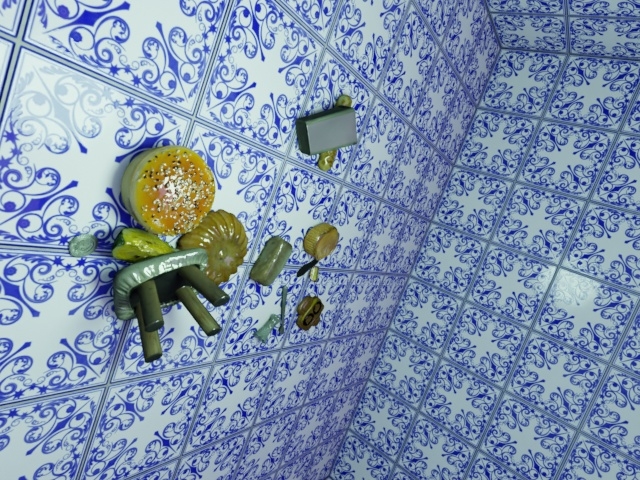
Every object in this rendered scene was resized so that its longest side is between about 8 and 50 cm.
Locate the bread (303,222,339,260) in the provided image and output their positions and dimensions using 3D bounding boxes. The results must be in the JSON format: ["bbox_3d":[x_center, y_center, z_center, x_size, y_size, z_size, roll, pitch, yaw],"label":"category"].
[{"bbox_3d":[0.000,-0.001,2.118,0.199,0.104,0.199,-34,139,-35],"label":"bread"}]

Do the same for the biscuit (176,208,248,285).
[{"bbox_3d":[-0.405,0.041,1.576,0.326,0.107,0.325,-28,129,-43],"label":"biscuit"}]

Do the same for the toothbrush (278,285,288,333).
[{"bbox_3d":[-0.198,0.367,2.143,0.030,0.031,0.296,-8,117,-32],"label":"toothbrush"}]

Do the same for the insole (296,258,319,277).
[{"bbox_3d":[-0.068,0.144,2.203,0.189,0.004,0.064,-33,136,-40],"label":"insole"}]

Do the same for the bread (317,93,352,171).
[{"bbox_3d":[0.067,-0.504,1.908,0.077,0.084,0.366,16,102,-16],"label":"bread"}]

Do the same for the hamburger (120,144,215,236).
[{"bbox_3d":[-0.469,-0.154,1.285,0.300,0.176,0.299,-31,133,-40],"label":"hamburger"}]

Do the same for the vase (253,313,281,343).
[{"bbox_3d":[-0.264,0.442,2.056,0.148,0.081,0.081,-49,144,-29],"label":"vase"}]

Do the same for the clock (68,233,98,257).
[{"bbox_3d":[-0.705,0.015,1.209,0.083,0.010,0.074,-26,130,-46],"label":"clock"}]

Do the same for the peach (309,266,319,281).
[{"bbox_3d":[-0.035,0.183,2.231,0.077,0.050,0.083,-69,170,-45],"label":"peach"}]

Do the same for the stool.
[{"bbox_3d":[-0.493,0.212,1.342,0.311,0.226,0.310,-18,149,-34],"label":"stool"}]

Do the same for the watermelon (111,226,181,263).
[{"bbox_3d":[-0.562,0.033,1.312,0.122,0.129,0.301,-67,154,-6],"label":"watermelon"}]

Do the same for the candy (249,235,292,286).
[{"bbox_3d":[-0.226,0.095,1.859,0.233,0.102,0.104,-62,148,-8],"label":"candy"}]

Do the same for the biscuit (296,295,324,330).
[{"bbox_3d":[-0.057,0.431,2.373,0.208,0.041,0.290,-52,145,-18],"label":"biscuit"}]

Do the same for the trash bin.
[{"bbox_3d":[0.026,-0.475,1.766,0.241,0.122,0.163,-23,123,-23],"label":"trash bin"}]
